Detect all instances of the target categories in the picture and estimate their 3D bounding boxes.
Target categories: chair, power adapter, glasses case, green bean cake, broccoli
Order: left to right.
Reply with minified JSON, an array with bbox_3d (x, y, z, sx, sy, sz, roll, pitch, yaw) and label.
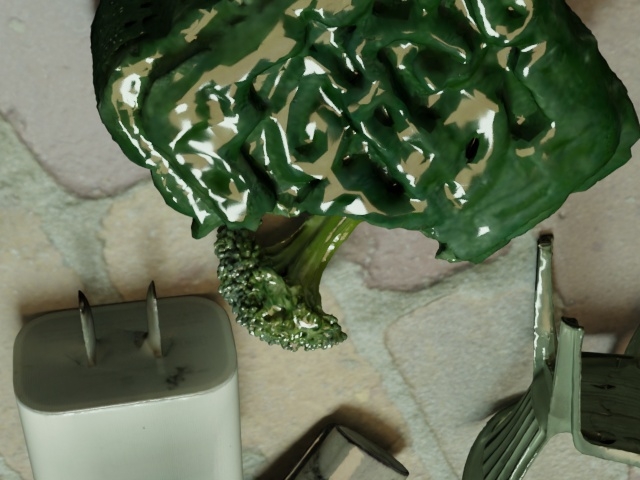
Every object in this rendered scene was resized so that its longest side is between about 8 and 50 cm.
[{"bbox_3d":[-0.165,0.138,1.034,0.187,0.124,0.255,-8,130,-9],"label":"power adapter"},{"bbox_3d":[-0.036,0.327,1.195,0.114,0.060,0.299,36,93,-34],"label":"glasses case"},{"bbox_3d":[0.002,0.001,0.988,0.204,0.122,0.118,-51,139,10],"label":"broccoli"},{"bbox_3d":[0.032,-0.105,0.833,0.300,0.169,0.308,-34,124,11],"label":"green bean cake"},{"bbox_3d":[0.244,0.147,1.097,0.190,0.203,0.275,4,121,-3],"label":"chair"}]
